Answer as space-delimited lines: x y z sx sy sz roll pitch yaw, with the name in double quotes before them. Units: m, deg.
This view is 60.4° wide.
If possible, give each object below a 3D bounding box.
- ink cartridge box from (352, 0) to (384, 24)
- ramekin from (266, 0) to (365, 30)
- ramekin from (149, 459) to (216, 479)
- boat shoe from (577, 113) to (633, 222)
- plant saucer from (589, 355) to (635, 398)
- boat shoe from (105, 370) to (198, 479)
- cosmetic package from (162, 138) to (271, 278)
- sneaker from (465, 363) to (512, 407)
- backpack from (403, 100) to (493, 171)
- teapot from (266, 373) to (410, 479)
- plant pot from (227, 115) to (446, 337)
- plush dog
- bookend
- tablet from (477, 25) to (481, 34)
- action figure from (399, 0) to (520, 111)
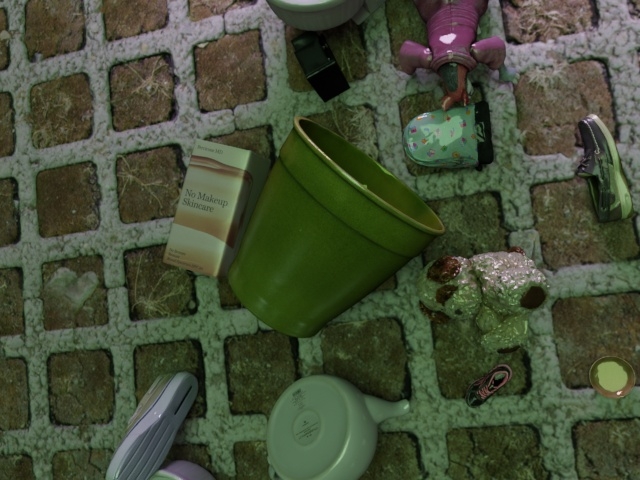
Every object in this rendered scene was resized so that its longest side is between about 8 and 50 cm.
"ink cartridge box" 0.117 -0.605 1.268 0.181 0.061 0.104 -43 76 8
"ramekin" -0.010 -0.580 1.181 0.273 0.127 0.272 -2 76 7
"ramekin" -0.343 0.643 1.250 0.278 0.135 0.276 -1 86 15
"boat shoe" 0.559 -0.143 1.109 0.074 0.080 0.223 -18 86 7
"plant saucer" 0.583 0.273 1.102 0.084 0.015 0.083 -1 86 14
"boat shoe" -0.384 0.422 1.234 0.094 0.302 0.109 -5 123 29
"cosmetic package" -0.239 -0.070 1.283 0.153 0.129 0.295 13 89 16
"sneaker" 0.347 0.304 1.140 0.047 0.057 0.119 45 98 12
"backpack" 0.270 -0.222 1.172 0.182 0.115 0.151 -4 87 17
"teapot" 0.021 0.416 1.158 0.256 0.187 0.252 4 66 40
"plant pot" 0.000 0.000 1.127 0.366 0.366 0.352 41 107 14
"plush dog" 0.306 0.090 1.105 0.226 0.262 0.210 2 53 5
"bookend" -0.012 -0.416 1.239 0.072 0.156 0.157 -28 78 11
"tablet" 0.322 -0.493 1.236 0.054 0.006 0.083 -19 82 12
"action figure" 0.280 -0.441 1.112 0.248 0.275 0.369 -4 71 12
